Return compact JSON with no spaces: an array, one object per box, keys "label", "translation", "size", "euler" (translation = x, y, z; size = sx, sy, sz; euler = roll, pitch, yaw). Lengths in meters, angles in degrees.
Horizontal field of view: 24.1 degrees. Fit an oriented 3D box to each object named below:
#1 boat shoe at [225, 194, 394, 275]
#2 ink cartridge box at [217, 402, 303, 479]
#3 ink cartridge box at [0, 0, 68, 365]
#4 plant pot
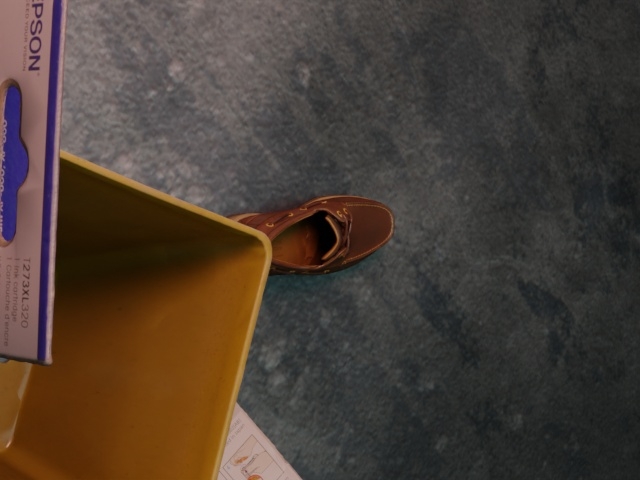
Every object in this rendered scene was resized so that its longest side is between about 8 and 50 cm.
[{"label":"boat shoe","translation":[0.000,0.000,1.201],"size":[0.178,0.060,0.064],"euler":[-10,98,-43]},{"label":"ink cartridge box","translation":[-0.068,0.260,1.169],"size":[0.224,0.056,0.181],"euler":[50,58,-11]},{"label":"ink cartridge box","translation":[-0.227,-0.039,0.776],"size":[0.069,0.371,0.176],"euler":[2,91,-45]},{"label":"plant pot","translation":[-0.189,0.066,0.941],"size":[0.212,0.187,0.212],"euler":[23,76,-42]}]
